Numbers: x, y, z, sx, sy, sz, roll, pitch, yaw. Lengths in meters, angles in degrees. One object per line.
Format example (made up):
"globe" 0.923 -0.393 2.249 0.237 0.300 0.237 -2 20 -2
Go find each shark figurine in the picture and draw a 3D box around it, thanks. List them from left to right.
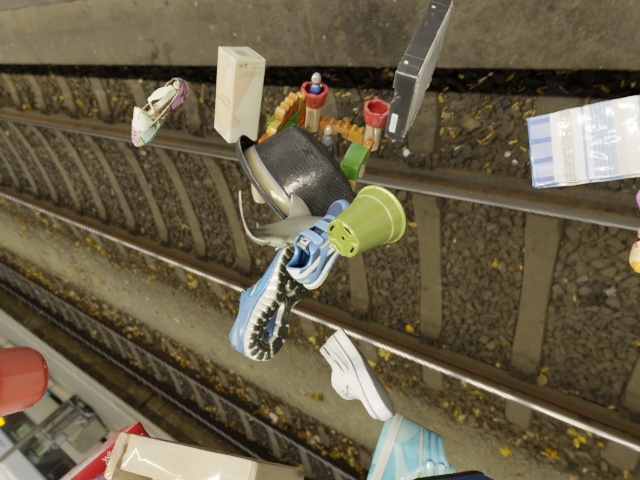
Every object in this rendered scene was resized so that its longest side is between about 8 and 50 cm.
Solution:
"shark figurine" -0.059 -0.038 0.860 0.166 0.278 0.116 -15 78 51

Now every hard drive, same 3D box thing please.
"hard drive" 0.270 -0.469 1.233 0.064 0.339 0.237 20 152 11

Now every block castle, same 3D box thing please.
"block castle" -0.001 -0.286 1.315 0.303 0.453 0.213 21 143 11

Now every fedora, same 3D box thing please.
"fedora" -0.033 -0.139 1.025 0.152 0.334 0.334 -38 96 13

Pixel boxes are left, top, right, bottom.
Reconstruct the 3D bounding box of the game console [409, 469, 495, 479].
"game console" 0.141 0.439 0.631 0.250 0.293 0.173 163 110 -67

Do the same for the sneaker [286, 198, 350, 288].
"sneaker" 0.000 0.000 0.664 0.059 0.144 0.053 31 174 -39

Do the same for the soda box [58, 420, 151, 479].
"soda box" -0.413 0.439 0.779 0.092 0.263 0.083 -32 93 38

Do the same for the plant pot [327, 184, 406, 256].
"plant pot" 0.052 -0.018 0.575 0.083 0.079 0.083 30 135 35

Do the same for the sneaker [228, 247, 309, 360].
"sneaker" -0.123 0.118 1.074 0.147 0.330 0.130 -1 140 43

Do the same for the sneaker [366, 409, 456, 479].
"sneaker" 0.220 0.611 1.120 0.208 0.319 0.127 18 161 13

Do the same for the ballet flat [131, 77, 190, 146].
"ballet flat" -0.437 -0.345 1.186 0.077 0.221 0.079 47 -175 14

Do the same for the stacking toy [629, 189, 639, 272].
"stacking toy" 0.560 -0.074 0.689 0.166 0.302 0.175 38 174 1

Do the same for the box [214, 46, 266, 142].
"box" -0.300 -0.531 1.654 0.148 0.121 0.311 46 137 37

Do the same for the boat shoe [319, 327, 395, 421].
"boat shoe" 0.065 0.277 0.898 0.095 0.084 0.258 51 180 -22

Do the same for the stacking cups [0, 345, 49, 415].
"stacking cups" -0.362 0.120 0.323 0.096 0.316 0.096 -1 86 19

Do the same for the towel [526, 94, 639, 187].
"towel" 0.695 -0.251 1.165 0.285 0.034 0.209 -5 84 30

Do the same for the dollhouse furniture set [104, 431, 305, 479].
"dollhouse furniture set" -0.206 0.507 0.631 0.256 0.394 0.362 -1 151 26
